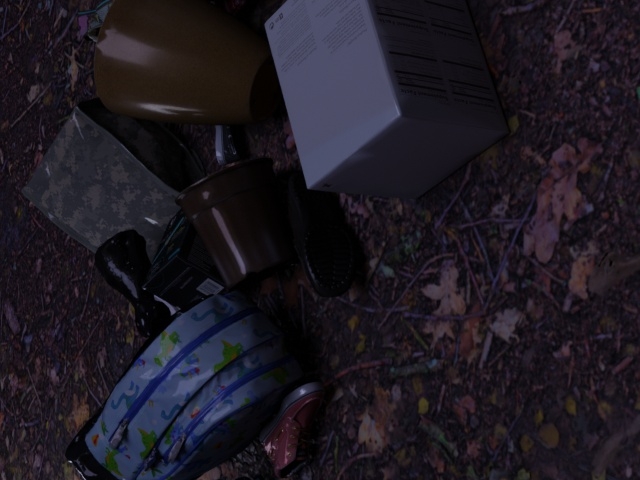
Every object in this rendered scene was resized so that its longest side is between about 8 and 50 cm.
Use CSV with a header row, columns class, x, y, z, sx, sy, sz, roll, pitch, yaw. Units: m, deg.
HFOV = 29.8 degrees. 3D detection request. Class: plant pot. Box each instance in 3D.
class,x,y,z,sx,sy,sz,roll,pitch,yaw
plant pot,-0.119,-0.020,1.869,0.167,0.167,0.165,-32,78,46
plant pot,-0.192,-0.281,1.931,0.254,0.237,0.237,20,105,23

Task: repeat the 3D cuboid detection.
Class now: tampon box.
class,x,y,z,sx,sy,sz,roll,pitch,yaw
tampon box,-0.201,0.018,1.972,0.120,0.101,0.161,-40,25,43

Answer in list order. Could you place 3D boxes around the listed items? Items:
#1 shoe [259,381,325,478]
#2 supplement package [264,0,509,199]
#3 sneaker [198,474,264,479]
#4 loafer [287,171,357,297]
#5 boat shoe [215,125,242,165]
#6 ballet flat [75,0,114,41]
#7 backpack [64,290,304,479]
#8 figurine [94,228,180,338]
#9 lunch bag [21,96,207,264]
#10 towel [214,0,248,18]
class,x,y,z,sx,sy,sz,roll,pitch,yaw
shoe,-0.032,0.291,1.827,0.178,0.064,0.081,-54,50,42
supplement package,0.084,-0.219,1.599,0.199,0.198,0.262,-36,60,44
sneaker,-0.108,0.433,1.861,0.341,0.125,0.139,-15,71,48
loafer,0.000,0.000,1.803,0.078,0.080,0.220,106,157,-53
boat shoe,-0.153,-0.194,2.028,0.040,0.049,0.142,-8,71,16
ballet flat,-0.417,-0.430,2.362,0.221,0.077,0.079,-2,104,56
backpack,-0.192,0.237,1.878,0.273,0.290,0.355,37,115,28
figurine,-0.273,0.113,2.050,0.092,0.215,0.209,-35,58,9
lunch bag,-0.346,-0.093,2.150,0.287,0.169,0.235,43,122,4
towel,-0.113,-0.512,2.005,0.275,0.031,0.198,-44,53,39
